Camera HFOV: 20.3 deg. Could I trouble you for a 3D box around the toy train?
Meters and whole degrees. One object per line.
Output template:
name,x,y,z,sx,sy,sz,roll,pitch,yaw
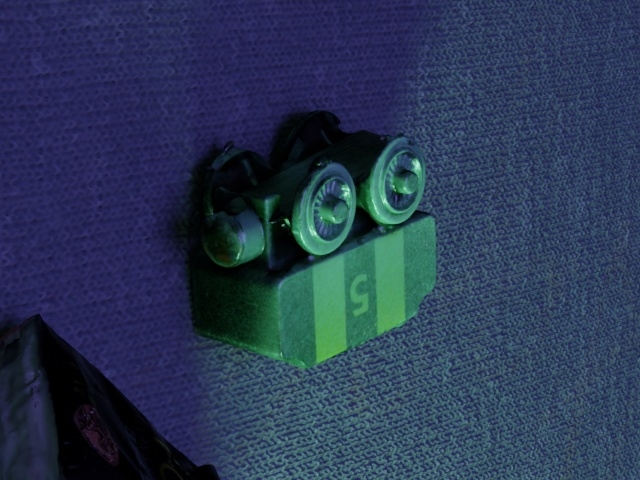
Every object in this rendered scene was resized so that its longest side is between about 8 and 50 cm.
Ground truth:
toy train,0.000,0.000,1.861,0.299,0.166,0.238,-23,118,-43

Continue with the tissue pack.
tissue pack,-0.179,0.241,1.654,0.123,0.245,0.332,-31,129,11
